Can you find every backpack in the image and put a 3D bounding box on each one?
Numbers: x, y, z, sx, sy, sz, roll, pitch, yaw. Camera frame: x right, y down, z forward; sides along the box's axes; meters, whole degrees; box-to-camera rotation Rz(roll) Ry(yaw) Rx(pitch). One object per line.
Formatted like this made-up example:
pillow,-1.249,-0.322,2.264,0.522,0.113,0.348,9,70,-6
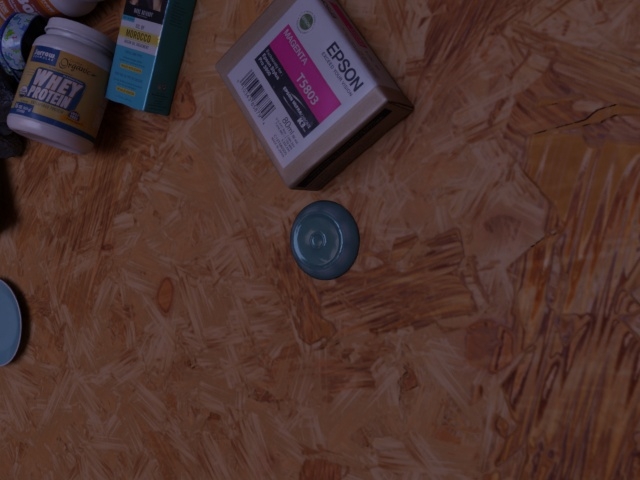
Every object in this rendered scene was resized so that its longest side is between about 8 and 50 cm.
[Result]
backpack,-0.528,-0.345,1.169,0.084,0.114,0.105,12,63,5

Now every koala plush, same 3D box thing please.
koala plush,-0.657,-0.309,1.256,0.196,0.203,0.221,-36,59,33

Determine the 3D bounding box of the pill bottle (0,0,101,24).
pill bottle,-0.477,-0.455,1.171,0.216,0.121,0.121,-1,91,31

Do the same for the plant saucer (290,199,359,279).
plant saucer,0.000,0.000,0.965,0.119,0.021,0.119,1,93,30

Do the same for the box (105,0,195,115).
box,-0.281,-0.342,1.095,0.100,0.060,0.244,22,103,28

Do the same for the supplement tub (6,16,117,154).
supplement tub,-0.438,-0.263,1.129,0.144,0.144,0.200,14,85,29

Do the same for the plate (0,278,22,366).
plate,-0.675,0.168,1.367,0.188,0.024,0.188,2,94,31

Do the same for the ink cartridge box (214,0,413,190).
ink cartridge box,-0.016,-0.219,0.929,0.193,0.088,0.235,-40,72,26
